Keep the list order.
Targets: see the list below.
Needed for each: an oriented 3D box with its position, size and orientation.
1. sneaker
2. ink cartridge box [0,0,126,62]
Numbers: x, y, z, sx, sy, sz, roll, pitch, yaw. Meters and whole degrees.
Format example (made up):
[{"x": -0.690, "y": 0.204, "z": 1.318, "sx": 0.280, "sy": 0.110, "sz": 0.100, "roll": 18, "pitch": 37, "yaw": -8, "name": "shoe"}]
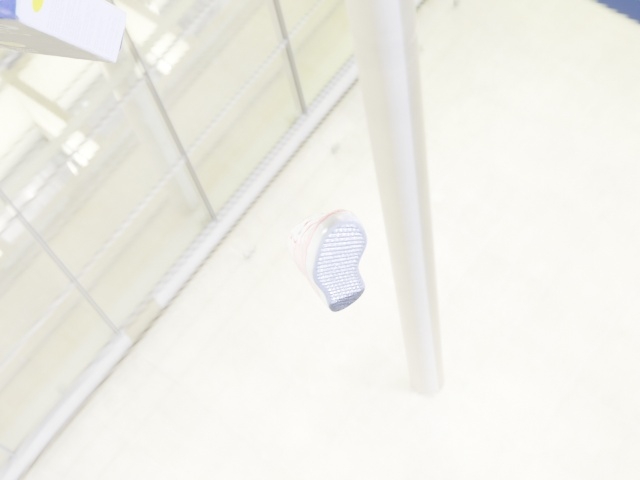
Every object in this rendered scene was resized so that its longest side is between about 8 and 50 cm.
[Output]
[{"x": 0.000, "y": 0.000, "z": 0.870, "sx": 0.051, "sy": 0.134, "sz": 0.070, "roll": -29, "pitch": -115, "yaw": -10, "name": "sneaker"}, {"x": -0.374, "y": -0.231, "z": 1.022, "sx": 0.303, "sy": 0.307, "sz": 0.072, "roll": 11, "pitch": -87, "yaw": 12, "name": "ink cartridge box"}]
